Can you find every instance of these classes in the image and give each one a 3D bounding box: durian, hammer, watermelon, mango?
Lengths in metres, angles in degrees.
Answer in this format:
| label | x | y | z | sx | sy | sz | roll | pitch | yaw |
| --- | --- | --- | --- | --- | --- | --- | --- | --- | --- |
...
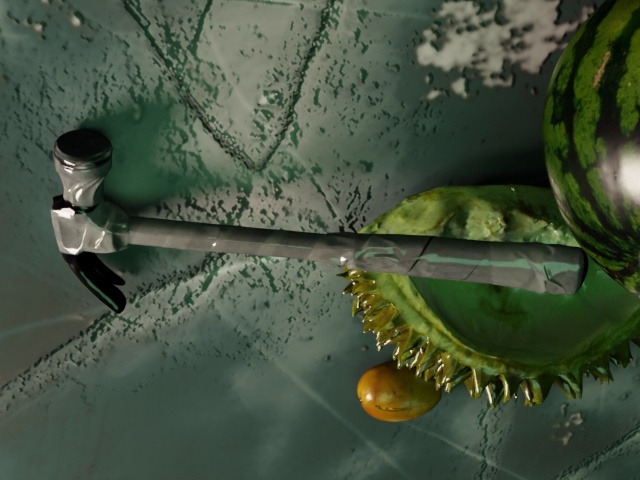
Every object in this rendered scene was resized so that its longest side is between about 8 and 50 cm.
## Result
| label | x | y | z | sx | sy | sz | roll | pitch | yaw |
| --- | --- | --- | --- | --- | --- | --- | --- | --- | --- |
| durian | 0.198 | 0.042 | 1.123 | 0.394 | 0.163 | 0.198 | -10 | 86 | -14 |
| hammer | 0.000 | -0.001 | 0.984 | 0.426 | 0.044 | 0.152 | 4 | 126 | 1 |
| watermelon | 0.309 | -0.078 | 0.939 | 0.285 | 0.285 | 0.285 | -8 | 126 | -11 |
| mango | 0.076 | 0.143 | 1.170 | 0.089 | 0.046 | 0.060 | 7 | 119 | -26 |
